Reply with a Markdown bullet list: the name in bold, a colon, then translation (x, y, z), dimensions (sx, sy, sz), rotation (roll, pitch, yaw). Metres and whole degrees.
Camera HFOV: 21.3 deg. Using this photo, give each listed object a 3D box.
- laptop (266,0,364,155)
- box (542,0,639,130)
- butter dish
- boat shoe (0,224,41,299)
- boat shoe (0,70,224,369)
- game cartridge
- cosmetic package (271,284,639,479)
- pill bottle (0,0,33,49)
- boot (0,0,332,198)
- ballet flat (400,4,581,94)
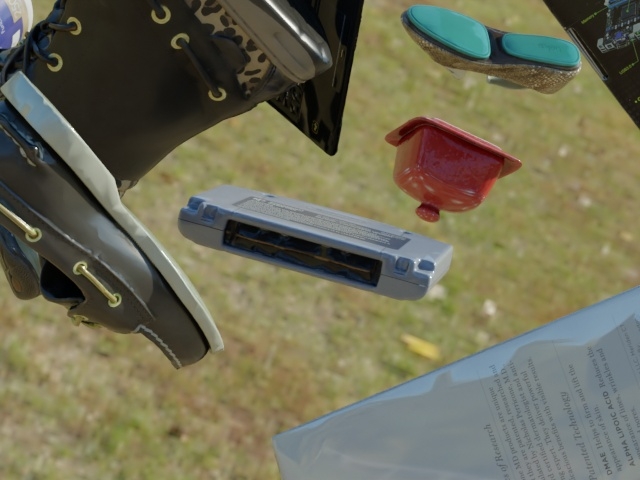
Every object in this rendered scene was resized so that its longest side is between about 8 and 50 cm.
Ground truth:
- **laptop**: translation (-0.086, -0.230, 1.547), dimensions (0.136, 0.234, 0.264), rotation (-9, 33, -31)
- **box**: translation (0.226, -0.122, 0.840), dimensions (0.184, 0.191, 0.045), rotation (52, 16, -5)
- **butter dish**: translation (0.159, -0.080, 2.237), dimensions (0.160, 0.118, 0.160), rotation (24, -15, -11)
- **boat shoe**: translation (-0.314, -0.081, 1.790), dimensions (0.120, 0.122, 0.324), rotation (-21, 60, -12)
- **boat shoe**: translation (-0.127, 0.005, 0.924), dimensions (0.081, 0.069, 0.228), rotation (43, -10, 45)
- **game cartridge**: translation (0.000, 0.000, 1.984), dimensions (0.297, 0.062, 0.198), rotation (15, 7, 11)
- **cosmetic package**: translation (0.177, 0.175, 1.479), dimensions (0.217, 0.385, 0.156), rotation (12, 55, -63)
- **pill bottle**: translation (-0.476, -0.230, 2.035), dimensions (0.153, 0.153, 0.264), rotation (25, 49, 13)
- **boot**: translation (-0.207, -0.201, 1.443), dimensions (0.377, 0.284, 0.138), rotation (40, 25, -31)
- **ballet flat**: translation (0.175, -0.194, 1.810), dimensions (0.206, 0.067, 0.073), rotation (14, 48, -11)
